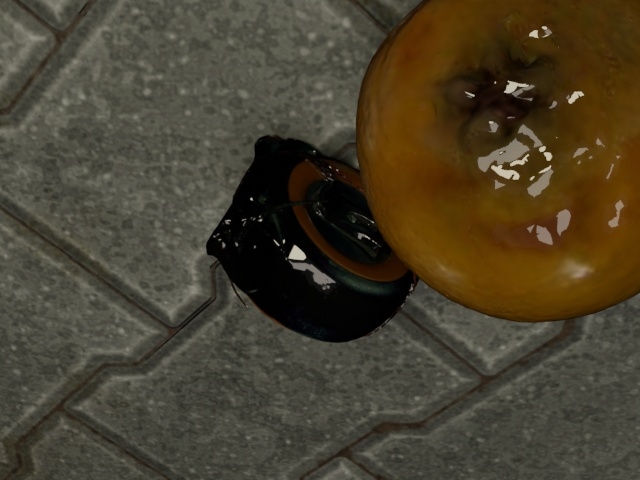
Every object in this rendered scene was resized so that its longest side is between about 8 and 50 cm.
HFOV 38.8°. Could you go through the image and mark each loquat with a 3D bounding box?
[{"bbox_3d":[0.188,-0.087,0.799,0.328,0.328,0.328,4,126,6],"label":"loquat"}]

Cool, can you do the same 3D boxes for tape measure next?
[{"bbox_3d":[0.000,0.000,0.959,0.223,0.202,0.135,33,127,-8],"label":"tape measure"}]
